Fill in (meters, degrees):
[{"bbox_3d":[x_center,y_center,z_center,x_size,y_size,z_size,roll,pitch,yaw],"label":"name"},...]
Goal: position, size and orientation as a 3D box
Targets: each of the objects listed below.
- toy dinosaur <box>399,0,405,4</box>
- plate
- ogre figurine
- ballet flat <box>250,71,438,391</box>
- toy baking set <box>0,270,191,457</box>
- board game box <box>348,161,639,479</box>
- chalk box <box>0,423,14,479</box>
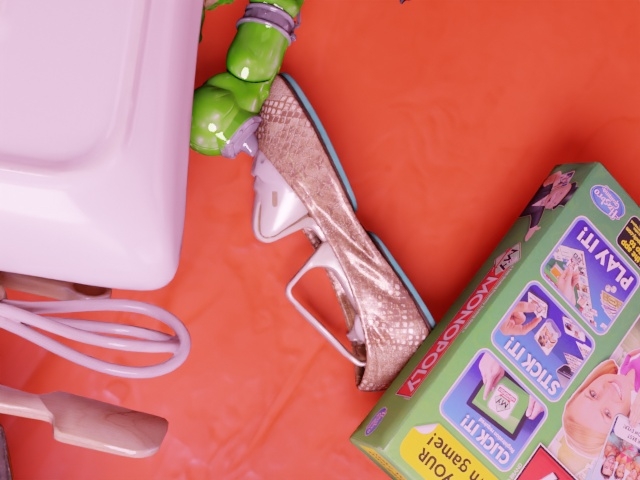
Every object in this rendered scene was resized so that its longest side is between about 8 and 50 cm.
[{"bbox_3d":[0.016,-0.213,0.722,0.268,0.064,0.118,-8,78,-20],"label":"toy dinosaur"},{"bbox_3d":[-0.187,-0.130,0.551,0.277,0.045,0.278,9,74,-17],"label":"plate"},{"bbox_3d":[-0.108,-0.102,0.650,0.197,0.097,0.118,5,73,-21],"label":"ogre figurine"},{"bbox_3d":[0.000,0.000,0.681,0.067,0.073,0.206,-30,89,-10],"label":"ballet flat"},{"bbox_3d":[-0.171,0.021,0.553,0.196,0.256,0.030,1,115,-26],"label":"toy baking set"},{"bbox_3d":[0.194,0.138,0.697,0.317,0.046,0.213,44,72,-17],"label":"board game box"},{"bbox_3d":[-0.272,0.197,0.517,0.289,0.179,0.180,-11,86,-16],"label":"chalk box"}]
